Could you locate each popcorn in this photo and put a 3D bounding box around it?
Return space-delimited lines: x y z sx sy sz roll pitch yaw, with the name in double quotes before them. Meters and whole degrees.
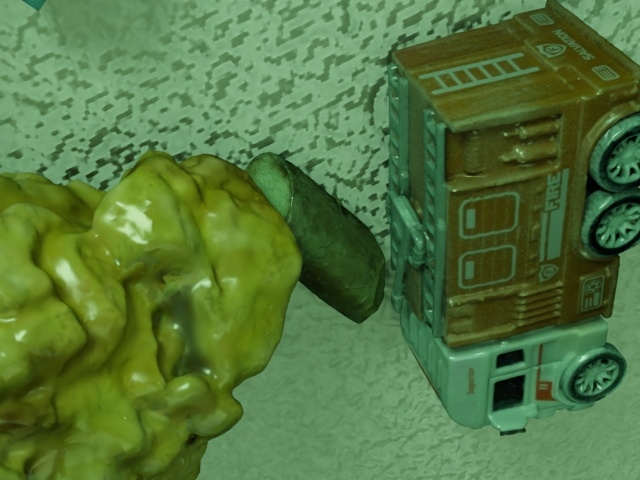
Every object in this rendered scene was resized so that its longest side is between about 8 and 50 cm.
"popcorn" -0.164 0.075 0.645 0.332 0.225 0.265 -27 127 -9

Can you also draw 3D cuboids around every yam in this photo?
"yam" 0.000 0.000 0.731 0.070 0.069 0.146 -42 125 15

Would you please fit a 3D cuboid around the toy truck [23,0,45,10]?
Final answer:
"toy truck" -0.130 -0.210 0.539 0.081 0.067 0.175 29 116 -26

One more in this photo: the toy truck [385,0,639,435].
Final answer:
"toy truck" 0.130 0.000 0.724 0.162 0.136 0.305 -14 129 -12
